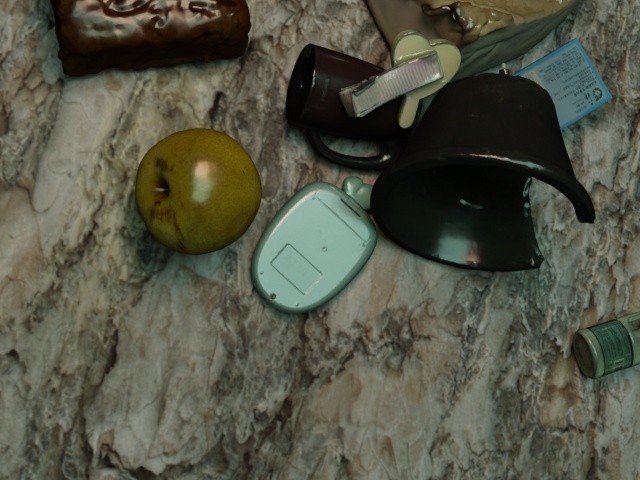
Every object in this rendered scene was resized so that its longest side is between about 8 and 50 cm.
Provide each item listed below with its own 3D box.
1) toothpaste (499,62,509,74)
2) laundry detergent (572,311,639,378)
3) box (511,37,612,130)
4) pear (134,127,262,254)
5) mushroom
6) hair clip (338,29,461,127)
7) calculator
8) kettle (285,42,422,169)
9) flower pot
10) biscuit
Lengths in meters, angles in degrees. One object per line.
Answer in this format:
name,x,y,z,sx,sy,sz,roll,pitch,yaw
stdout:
toothpaste,0.350,-0.295,1.558,0.027,0.019,0.083,-4,83,8
laundry detergent,0.609,0.195,1.616,0.226,0.070,0.099,-14,79,-17
box,0.443,-0.281,1.635,0.232,0.083,0.142,-32,90,-19
pear,-0.194,-0.081,1.362,0.209,0.209,0.208,2,81,-16
mushroom,0.300,-0.491,1.580,0.398,0.224,0.313,-23,75,-24
hair clip,0.143,-0.268,1.408,0.219,0.071,0.159,-27,122,-8
calculator,0.000,0.000,1.483,0.184,0.042,0.295,42,74,-6
kettle,0.064,-0.234,1.494,0.232,0.144,0.201,12,97,-19
flower pot,0.280,-0.136,1.443,0.380,0.379,0.251,18,63,-13
biscuit,-0.305,-0.494,1.408,0.343,0.166,0.394,-12,86,-16
